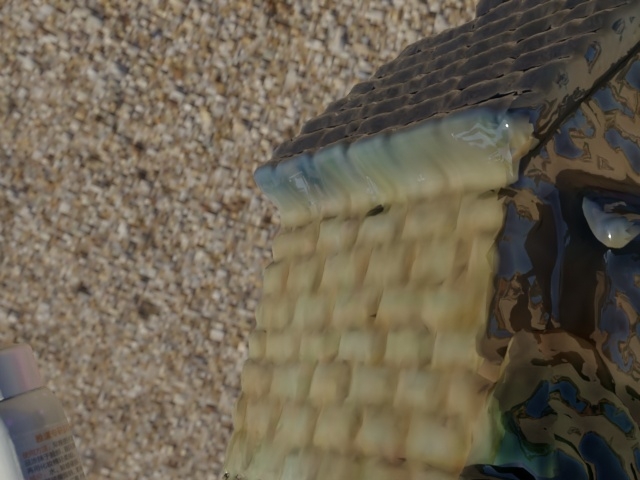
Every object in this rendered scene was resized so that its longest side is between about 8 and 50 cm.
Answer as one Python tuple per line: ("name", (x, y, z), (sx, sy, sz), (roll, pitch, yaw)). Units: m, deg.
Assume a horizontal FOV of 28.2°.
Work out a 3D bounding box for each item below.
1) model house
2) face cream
("model house", (0.217, 0.012, 0.850), (0.445, 0.400, 0.395), (15, 166, -23))
("face cream", (-0.263, 0.229, 1.207), (0.082, 0.082, 0.269), (-20, 86, 29))
